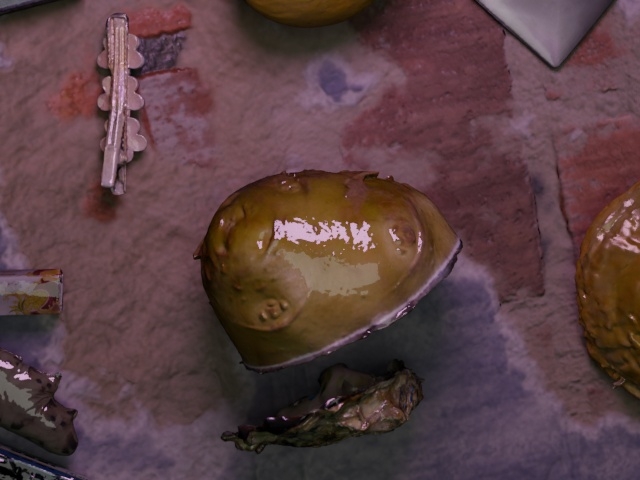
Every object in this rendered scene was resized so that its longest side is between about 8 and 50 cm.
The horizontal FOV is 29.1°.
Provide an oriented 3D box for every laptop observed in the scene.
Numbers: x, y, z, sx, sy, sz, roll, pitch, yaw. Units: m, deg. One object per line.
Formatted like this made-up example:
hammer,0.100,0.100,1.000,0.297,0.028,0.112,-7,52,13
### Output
laptop,0.312,-0.375,1.551,0.188,0.015,0.269,39,89,-10

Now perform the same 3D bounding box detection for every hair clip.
hair clip,-0.238,-0.161,1.474,0.062,0.056,0.213,2,87,7

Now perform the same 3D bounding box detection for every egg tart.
egg tart,0.496,0.072,1.557,0.339,0.153,0.351,-43,99,0

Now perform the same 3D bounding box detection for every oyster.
oyster,0.017,0.206,1.488,0.260,0.198,0.092,-20,89,-45

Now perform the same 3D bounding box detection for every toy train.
toy train,-0.395,0.271,1.489,0.234,0.051,0.052,23,91,-7

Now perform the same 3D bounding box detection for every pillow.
pillow,-0.386,0.170,1.480,0.241,0.051,0.093,31,90,-8

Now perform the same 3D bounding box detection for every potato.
potato,0.000,0.000,1.425,0.300,0.246,0.196,-30,107,-7

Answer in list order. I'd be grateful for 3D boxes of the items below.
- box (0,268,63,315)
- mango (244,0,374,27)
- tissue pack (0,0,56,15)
box,-0.411,0.063,1.471,0.207,0.041,0.049,-1,100,-8
mango,0.031,-0.386,1.452,0.331,0.142,0.195,-44,104,-10
tissue pack,-0.363,-0.325,1.436,0.156,0.051,0.112,-16,96,-6
